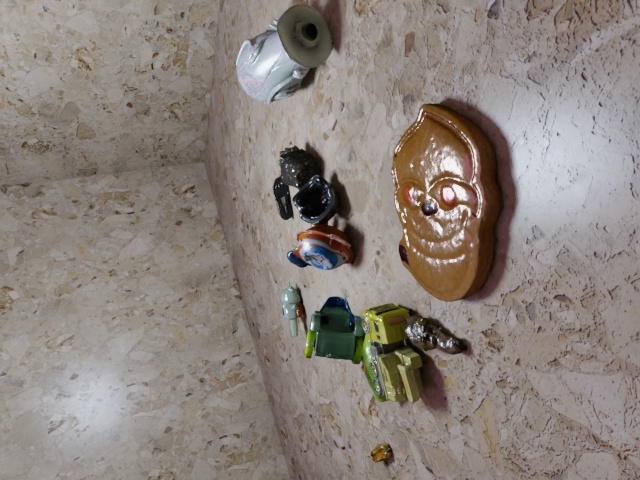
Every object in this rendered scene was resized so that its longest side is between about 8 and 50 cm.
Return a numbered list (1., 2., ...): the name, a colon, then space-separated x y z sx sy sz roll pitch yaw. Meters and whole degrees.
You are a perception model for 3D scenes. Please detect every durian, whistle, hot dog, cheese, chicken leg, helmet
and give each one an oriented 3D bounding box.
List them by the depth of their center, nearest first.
1. chicken leg: 0.291 0.248 1.248 0.198 0.069 0.084 12 88 60
2. durian: 0.182 0.387 1.524 0.139 0.101 0.250 -149 42 -68
3. helmet: 0.000 -0.128 1.704 0.153 0.107 0.177 -41 58 18
4. cheese: -0.006 0.035 1.706 0.329 0.217 0.129 -24 38 57
5. hot dog: 0.215 0.745 1.726 0.056 0.041 0.133 68 149 26
6. whistle: -0.132 0.324 2.305 0.102 0.106 0.253 26 -124 -78

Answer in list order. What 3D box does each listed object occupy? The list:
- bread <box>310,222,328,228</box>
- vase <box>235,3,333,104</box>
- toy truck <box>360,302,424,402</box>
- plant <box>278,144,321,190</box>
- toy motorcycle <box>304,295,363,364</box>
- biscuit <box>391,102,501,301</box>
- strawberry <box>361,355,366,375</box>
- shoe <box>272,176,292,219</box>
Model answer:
1. bread: 0.000 0.000 1.819 0.226 0.088 0.049 102 152 -45
2. vase: -0.130 -0.615 1.653 0.445 0.250 0.249 0 101 64
3. toy truck: 0.214 0.321 1.381 0.157 0.124 0.272 171 88 -70
4. plant: -0.085 -0.269 1.838 0.194 0.129 0.132 48 144 48
5. toy motorcycle: 0.048 0.308 1.744 0.326 0.191 0.199 -114 31 -87
6. biscuit: 0.272 -0.081 1.119 0.350 0.078 0.455 17 116 62
7. strawberry: 0.169 0.436 1.671 0.152 0.048 0.103 -131 25 -81
8. shoe: -0.176 -0.187 2.201 0.077 0.074 0.194 -175 73 -74
